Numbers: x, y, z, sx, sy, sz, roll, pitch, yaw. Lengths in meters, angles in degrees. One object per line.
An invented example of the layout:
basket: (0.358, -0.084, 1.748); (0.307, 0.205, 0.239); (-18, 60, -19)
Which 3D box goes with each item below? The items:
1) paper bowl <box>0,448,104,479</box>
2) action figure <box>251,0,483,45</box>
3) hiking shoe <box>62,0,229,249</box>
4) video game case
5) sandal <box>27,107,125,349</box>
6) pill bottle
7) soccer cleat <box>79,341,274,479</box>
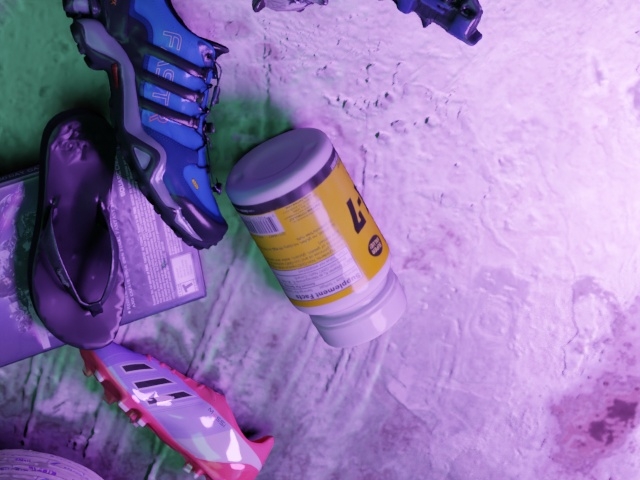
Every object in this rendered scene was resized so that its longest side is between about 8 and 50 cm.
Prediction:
paper bowl: (-0.336, 0.354, 2.027); (0.284, 0.148, 0.284); (-2, 116, -3)
action figure: (0.052, -0.331, 1.703); (0.341, 0.178, 0.330); (39, 115, 5)
hiking shoe: (-0.141, -0.138, 1.792); (0.132, 0.113, 0.304); (-23, 103, 1)
video game case: (-0.259, 0.012, 1.876); (0.274, 0.026, 0.196); (-18, 118, -18)
sandal: (-0.240, -0.002, 1.832); (0.097, 0.054, 0.254); (-11, 116, -22)
pill bottle: (0.000, 0.000, 1.890); (0.119, 0.119, 0.208); (-26, 116, 9)
soccer cleat: (-0.156, 0.176, 2.000); (0.248, 0.083, 0.095); (46, 76, -17)
